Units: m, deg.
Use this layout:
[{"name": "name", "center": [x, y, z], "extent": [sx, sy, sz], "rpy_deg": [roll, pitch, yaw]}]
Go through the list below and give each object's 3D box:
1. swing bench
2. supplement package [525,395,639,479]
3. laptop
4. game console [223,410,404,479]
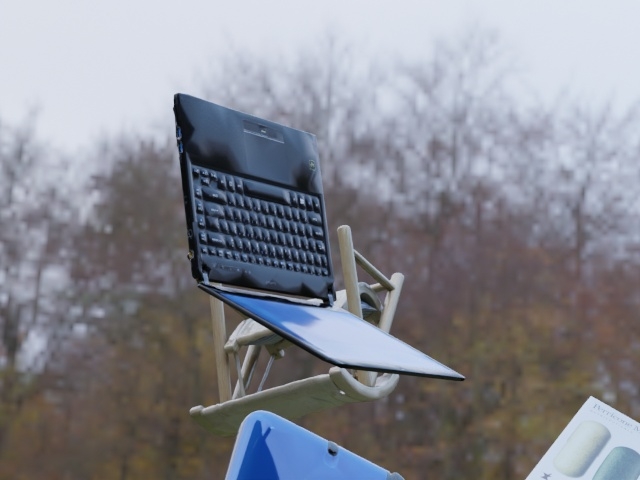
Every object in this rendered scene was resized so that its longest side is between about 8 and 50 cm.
[{"name": "swing bench", "center": [-0.029, 0.151, 2.589], "extent": [0.253, 0.254, 0.165], "rpy_deg": [-17, -37, 29]}, {"name": "supplement package", "center": [0.329, 0.366, 2.195], "extent": [0.199, 0.263, 0.198], "rpy_deg": [29, -53, 16]}, {"name": "laptop", "center": [0.000, 0.000, 1.606], "extent": [0.136, 0.264, 0.234], "rpy_deg": [-14, -14, 29]}, {"name": "game console", "center": [-0.021, 0.352, 1.705], "extent": [0.250, 0.293, 0.173], "rpy_deg": [28, -49, -10]}]
